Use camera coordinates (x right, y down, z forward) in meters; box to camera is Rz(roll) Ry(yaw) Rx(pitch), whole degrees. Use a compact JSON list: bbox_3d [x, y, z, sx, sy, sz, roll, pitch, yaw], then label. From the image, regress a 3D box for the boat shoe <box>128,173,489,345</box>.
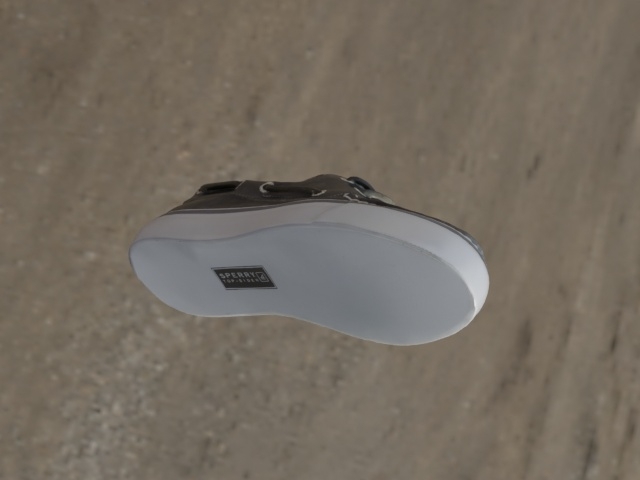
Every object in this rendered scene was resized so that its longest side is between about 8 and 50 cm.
[{"bbox_3d":[0.000,0.000,0.850,0.076,0.228,0.080,-51,122,-34],"label":"boat shoe"}]
